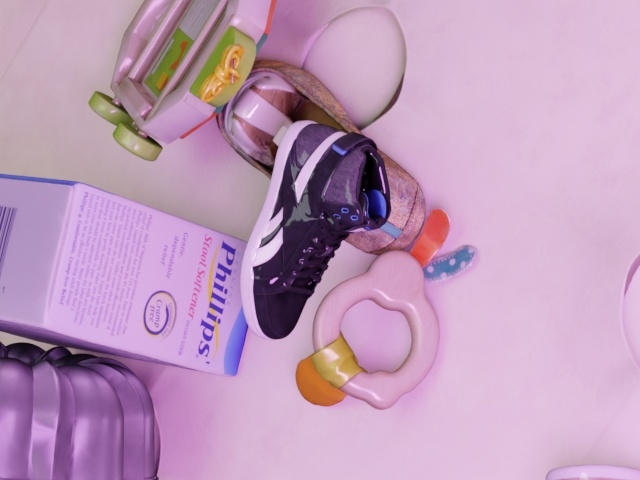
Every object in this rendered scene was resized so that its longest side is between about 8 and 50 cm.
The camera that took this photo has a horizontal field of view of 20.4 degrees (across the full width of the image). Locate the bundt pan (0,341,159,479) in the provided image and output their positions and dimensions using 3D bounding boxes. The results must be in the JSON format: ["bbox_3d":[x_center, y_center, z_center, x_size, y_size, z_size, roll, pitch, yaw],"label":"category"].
[{"bbox_3d":[-0.321,0.170,1.829,0.331,0.331,0.124,9,91,40],"label":"bundt pan"}]

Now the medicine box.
[{"bbox_3d":[-0.257,0.034,1.861,0.263,0.289,0.149,7,81,40],"label":"medicine box"}]

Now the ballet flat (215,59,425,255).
[{"bbox_3d":[-0.026,-0.105,1.841,0.348,0.123,0.123,42,102,40],"label":"ballet flat"}]

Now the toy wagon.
[{"bbox_3d":[-0.135,-0.212,1.923,0.267,0.068,0.344,-57,29,8],"label":"toy wagon"}]

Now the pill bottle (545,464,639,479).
[{"bbox_3d":[0.236,0.281,1.510,0.094,0.094,0.169,-10,69,36],"label":"pill bottle"}]

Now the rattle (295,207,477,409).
[{"bbox_3d":[0.066,0.073,1.763,0.130,0.143,0.200,22,72,10],"label":"rattle"}]

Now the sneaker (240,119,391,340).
[{"bbox_3d":[0.000,0.000,1.685,0.121,0.079,0.217,16,97,39],"label":"sneaker"}]
